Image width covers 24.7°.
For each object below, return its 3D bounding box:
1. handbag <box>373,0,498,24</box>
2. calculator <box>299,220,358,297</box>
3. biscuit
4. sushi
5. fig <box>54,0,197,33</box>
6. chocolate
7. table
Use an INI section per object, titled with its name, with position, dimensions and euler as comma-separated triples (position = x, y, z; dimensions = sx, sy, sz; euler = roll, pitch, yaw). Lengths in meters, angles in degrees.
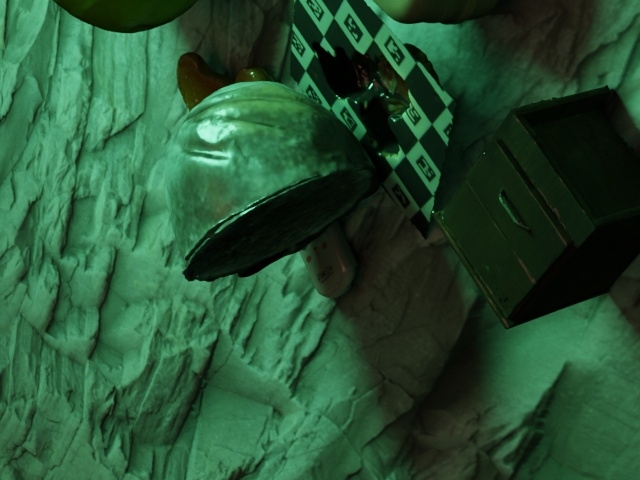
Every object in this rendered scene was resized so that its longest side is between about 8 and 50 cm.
[handbag]
position = 0.113, -0.428, 1.707
dimensions = 0.283, 0.149, 0.301
euler = 50, 142, 45
[calculator]
position = 0.000, 0.000, 2.138
dimensions = 0.100, 0.032, 0.175
euler = -42, 68, 53
[biscuit]
position = -0.105, -0.166, 2.203
dimensions = 0.324, 0.049, 0.205
euler = 21, 120, 47
[sushi]
position = 0.082, -0.210, 1.884
dimensions = 0.320, 0.069, 0.339
euler = 51, 161, 21
[fig]
position = -0.275, -0.475, 2.085
dimensions = 0.343, 0.343, 0.343
euler = 26, 123, 47
[chocolate]
position = -0.097, -0.102, 1.971
dimensions = 0.213, 0.303, 0.303
euler = 63, 144, 15
[table]
position = 0.263, -0.038, 1.634
dimensions = 0.169, 0.172, 0.193
euler = 58, 143, 22
